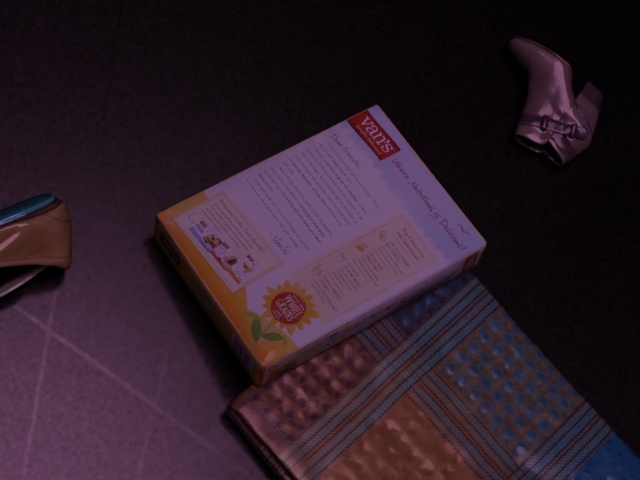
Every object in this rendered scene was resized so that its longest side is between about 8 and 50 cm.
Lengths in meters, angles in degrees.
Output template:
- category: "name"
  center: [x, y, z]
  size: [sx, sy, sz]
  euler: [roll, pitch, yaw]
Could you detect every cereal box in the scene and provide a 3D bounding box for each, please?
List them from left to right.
- category: "cereal box"
  center: [0.000, 0.000, 1.566]
  size: [0.240, 0.047, 0.173]
  euler: [-27, 67, -22]

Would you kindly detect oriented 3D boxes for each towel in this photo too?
- category: "towel"
  center: [0.131, 0.208, 1.549]
  size: [0.271, 0.040, 0.370]
  euler: [-38, 82, -26]

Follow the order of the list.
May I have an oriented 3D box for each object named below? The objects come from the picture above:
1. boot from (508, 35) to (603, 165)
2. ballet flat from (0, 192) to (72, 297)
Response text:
- category: "boot"
  center: [0.210, -0.130, 1.701]
  size: [0.118, 0.042, 0.087]
  euler: [34, 72, 6]
- category: "ballet flat"
  center: [-0.309, 0.027, 1.470]
  size: [0.232, 0.080, 0.073]
  euler: [-18, 105, -19]
